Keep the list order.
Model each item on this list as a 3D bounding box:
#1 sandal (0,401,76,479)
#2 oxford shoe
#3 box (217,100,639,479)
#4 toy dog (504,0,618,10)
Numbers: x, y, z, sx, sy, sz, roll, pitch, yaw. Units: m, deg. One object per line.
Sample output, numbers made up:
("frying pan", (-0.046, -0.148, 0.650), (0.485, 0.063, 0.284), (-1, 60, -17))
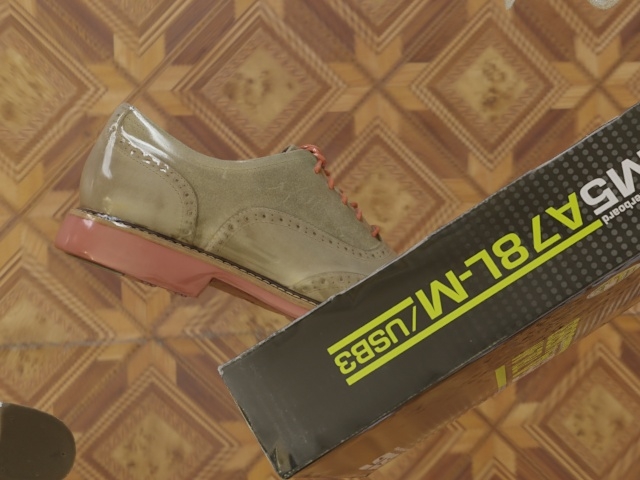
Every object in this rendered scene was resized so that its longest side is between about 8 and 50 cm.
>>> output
("sandal", (-0.305, 0.138, 0.838), (0.240, 0.079, 0.088), (23, 57, -25))
("oxford shoe", (0.000, 0.000, 0.803), (0.348, 0.123, 0.130), (17, 85, -13))
("box", (0.070, 0.022, 0.409), (0.184, 0.190, 0.045), (-35, 75, 0))
("toy dog", (0.165, -0.302, 1.063), (0.161, 0.333, 0.220), (-42, 74, -4))
